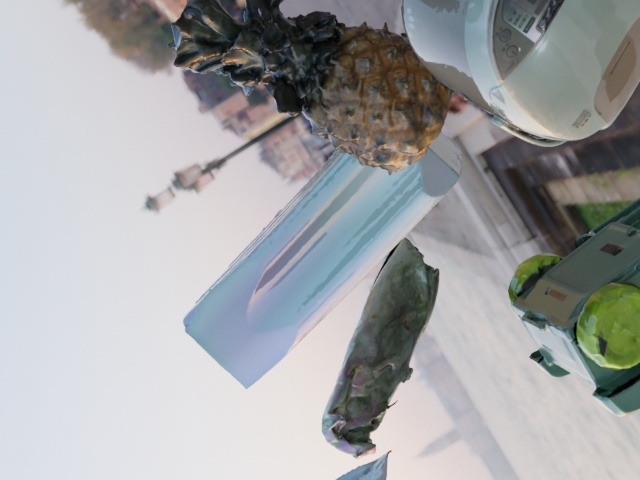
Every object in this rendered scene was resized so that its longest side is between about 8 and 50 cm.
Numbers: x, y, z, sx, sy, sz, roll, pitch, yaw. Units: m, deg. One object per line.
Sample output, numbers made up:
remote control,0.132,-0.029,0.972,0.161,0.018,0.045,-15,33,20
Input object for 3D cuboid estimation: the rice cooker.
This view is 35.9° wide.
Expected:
rice cooker,0.139,-0.146,0.645,0.127,0.145,0.206,33,-173,33

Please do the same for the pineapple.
pineapple,-0.010,-0.154,0.871,0.248,0.128,0.128,22,-168,-12

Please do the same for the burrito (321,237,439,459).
burrito,0.082,0.137,1.300,0.096,0.309,0.066,36,152,-24

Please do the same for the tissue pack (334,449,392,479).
tissue pack,0.016,0.282,0.862,0.026,0.122,0.193,35,-148,-20

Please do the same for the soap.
soap,0.000,0.000,1.121,0.115,0.347,0.208,43,-163,-4

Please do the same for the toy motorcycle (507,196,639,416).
toy motorcycle,0.404,0.058,1.162,0.200,0.326,0.191,59,172,-18
